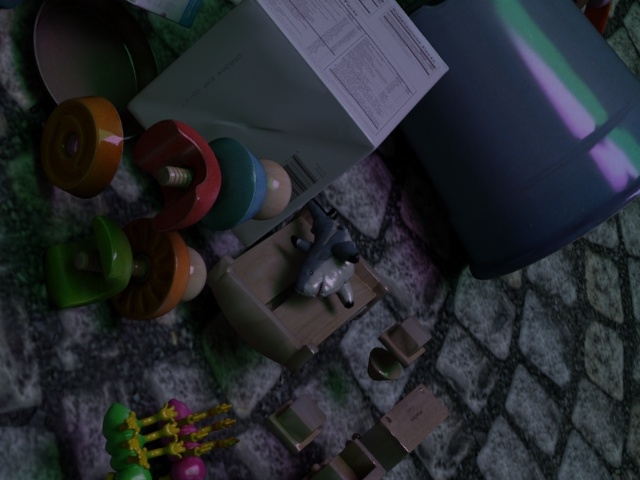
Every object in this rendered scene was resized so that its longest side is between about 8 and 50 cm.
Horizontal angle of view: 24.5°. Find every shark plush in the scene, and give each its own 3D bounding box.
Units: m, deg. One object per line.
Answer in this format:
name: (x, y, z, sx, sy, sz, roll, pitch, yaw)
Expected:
shark plush: (0.000, 0.000, 1.576, 0.067, 0.073, 0.161, 0, 50, -7)

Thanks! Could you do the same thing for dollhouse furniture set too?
dollhouse furniture set: (-0.062, 0.126, 1.573, 0.355, 0.174, 0.303, 47, 33, 7)

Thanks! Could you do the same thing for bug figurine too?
bug figurine: (-0.141, 0.256, 1.395, 0.279, 0.072, 0.216, 6, 73, -67)

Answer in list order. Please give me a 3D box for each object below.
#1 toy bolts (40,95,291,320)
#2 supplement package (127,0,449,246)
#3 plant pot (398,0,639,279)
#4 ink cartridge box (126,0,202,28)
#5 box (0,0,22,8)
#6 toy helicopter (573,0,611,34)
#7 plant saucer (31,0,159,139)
toy bolts: (-0.144, -0.049, 1.429, 0.158, 0.228, 0.218, 7, 64, -48)
supplement package: (-0.027, -0.166, 1.575, 0.198, 0.199, 0.263, 50, 32, -6)
plant pot: (0.238, -0.182, 1.881, 0.334, 0.341, 0.341, 53, 41, -8)
ink cartridge box: (-0.197, -0.276, 1.499, 0.062, 0.104, 0.181, -65, 164, 6)
box: (-0.337, -0.360, 1.457, 0.100, 0.060, 0.244, 10, 67, -47)
toy helicopter: (0.384, -0.376, 2.086, 0.235, 0.355, 0.140, -11, 70, -46)
plant saucer: (-0.236, -0.180, 1.527, 0.168, 0.029, 0.169, 22, 59, -42)
